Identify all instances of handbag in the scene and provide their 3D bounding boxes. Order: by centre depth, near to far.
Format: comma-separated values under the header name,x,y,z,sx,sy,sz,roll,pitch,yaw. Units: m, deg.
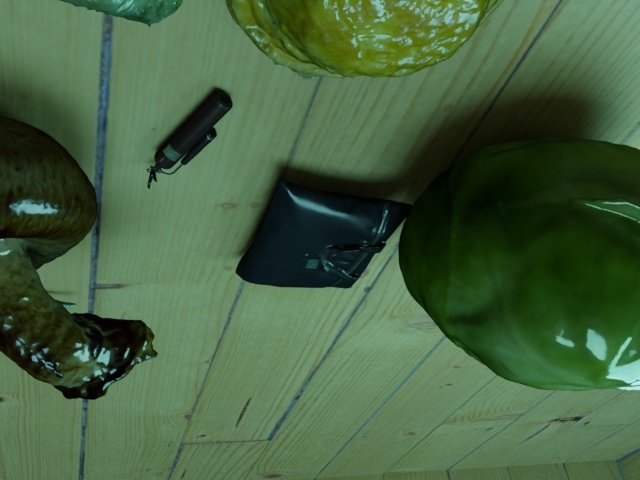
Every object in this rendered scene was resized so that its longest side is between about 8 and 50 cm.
name,x,y,z,sx,sy,sz,roll,pitch,yaw
handbag,0.000,0.000,1.074,0.211,0.088,0.254,10,143,-17

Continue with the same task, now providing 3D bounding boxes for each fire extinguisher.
name,x,y,z,sx,sy,sz,roll,pitch,yaw
fire extinguisher,-0.168,-0.130,0.894,0.173,0.035,0.049,-36,176,33

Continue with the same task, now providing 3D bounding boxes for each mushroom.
name,x,y,z,sx,sy,sz,roll,pitch,yaw
mushroom,-0.423,0.037,0.816,0.331,0.356,0.334,-6,179,20

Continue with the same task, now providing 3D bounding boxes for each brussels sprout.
name,x,y,z,sx,sy,sz,roll,pitch,yaw
brussels sprout,0.296,0.017,0.946,0.361,0.342,0.425,21,-178,-14

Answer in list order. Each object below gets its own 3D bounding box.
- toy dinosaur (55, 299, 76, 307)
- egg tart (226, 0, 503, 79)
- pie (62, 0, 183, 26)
name,x,y,z,sx,sy,sz,roll,pitch,yaw
toy dinosaur,-0.599,0.103,1.085,0.383,0.076,0.129,13,121,-42
egg tart,0.061,-0.251,0.682,0.319,0.128,0.319,-7,149,-5
pie,-0.216,-0.241,0.537,0.241,0.240,0.054,15,117,-32
